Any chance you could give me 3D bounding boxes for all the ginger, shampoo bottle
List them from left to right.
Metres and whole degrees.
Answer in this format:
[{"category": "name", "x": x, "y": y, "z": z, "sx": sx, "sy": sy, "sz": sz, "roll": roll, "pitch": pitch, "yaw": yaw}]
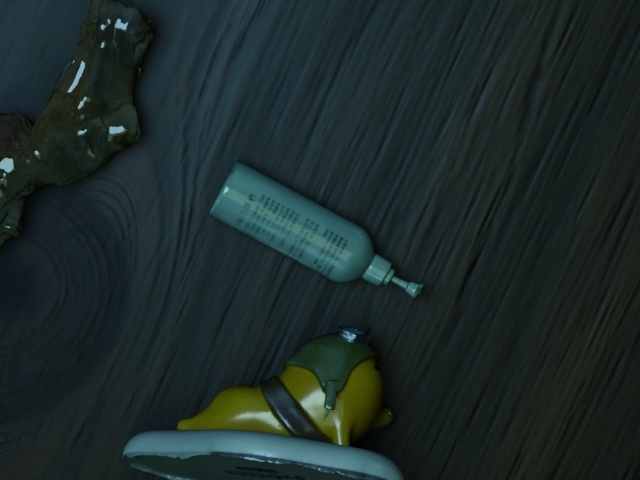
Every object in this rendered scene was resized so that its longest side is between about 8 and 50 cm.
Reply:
[{"category": "ginger", "x": -0.243, "y": -0.086, "z": 1.527, "sx": 0.290, "sy": 0.084, "sz": 0.122, "roll": -45, "pitch": 74, "yaw": 7}, {"category": "shampoo bottle", "x": 0.000, "y": 0.000, "z": 1.546, "sx": 0.195, "sy": 0.056, "sz": 0.056, "roll": 29, "pitch": 95, "yaw": -5}]

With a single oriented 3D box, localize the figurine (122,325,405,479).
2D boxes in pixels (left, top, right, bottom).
[{"category": "figurine", "x": -0.040, "y": 0.139, "z": 1.533, "sx": 0.249, "sy": 0.166, "sz": 0.141, "roll": 5, "pitch": 73, "yaw": 11}]
